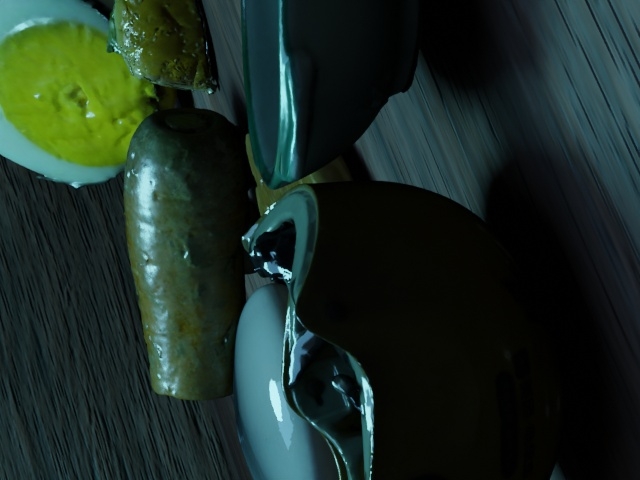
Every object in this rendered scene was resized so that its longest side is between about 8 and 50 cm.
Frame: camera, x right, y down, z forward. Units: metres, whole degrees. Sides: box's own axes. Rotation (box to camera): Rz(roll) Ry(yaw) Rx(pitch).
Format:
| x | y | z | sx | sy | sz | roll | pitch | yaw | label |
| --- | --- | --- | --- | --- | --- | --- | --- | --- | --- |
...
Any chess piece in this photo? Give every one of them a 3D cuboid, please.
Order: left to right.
| x | y | z | sx | sy | sz | roll | pitch | yaw | label |
| --- | --- | --- | --- | --- | --- | --- | --- | --- | --- |
| -0.085 | -0.004 | 1.406 | 0.083 | 0.038 | 0.084 | 163 | 90 | -80 | chess piece |

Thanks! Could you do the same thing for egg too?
| x | y | z | sx | sy | sz | roll | pitch | yaw | label |
| --- | --- | --- | --- | --- | --- | --- | --- | --- | --- |
| -0.326 | -0.249 | 1.643 | 0.201 | 0.337 | 0.337 | -77 | -15 | -46 | egg |

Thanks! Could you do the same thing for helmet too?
| x | y | z | sx | sy | sz | roll | pitch | yaw | label |
| --- | --- | --- | --- | --- | --- | --- | --- | --- | --- |
| 0.051 | 0.069 | 0.637 | 0.198 | 0.130 | 0.224 | -130 | 22 | -74 | helmet |

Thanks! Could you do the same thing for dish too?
| x | y | z | sx | sy | sz | roll | pitch | yaw | label |
| --- | --- | --- | --- | --- | --- | --- | --- | --- | --- |
| 0.005 | -0.137 | 0.637 | 0.224 | 0.078 | 0.246 | -100 | 10 | -45 | dish |

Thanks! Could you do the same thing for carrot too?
| x | y | z | sx | sy | sz | roll | pitch | yaw | label |
| --- | --- | --- | --- | --- | --- | --- | --- | --- | --- |
| -0.139 | 0.014 | 1.319 | 0.139 | 0.138 | 0.302 | -134 | 45 | -66 | carrot |

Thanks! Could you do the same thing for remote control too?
| x | y | z | sx | sy | sz | roll | pitch | yaw | label |
| --- | --- | --- | --- | --- | --- | --- | --- | --- | --- |
| -0.030 | 0.165 | 1.225 | 0.332 | 0.103 | 0.221 | 108 | 151 | -71 | remote control |

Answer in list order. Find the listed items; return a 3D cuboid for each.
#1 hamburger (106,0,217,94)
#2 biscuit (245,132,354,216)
| x | y | z | sx | sy | sz | roll | pitch | yaw | label |
| --- | --- | --- | --- | --- | --- | --- | --- | --- | --- |
| -0.174 | -0.228 | 1.346 | 0.087 | 0.102 | 0.176 | 20 | 127 | 60 | hamburger |
| 0.001 | 0.000 | 0.991 | 0.289 | 0.044 | 0.202 | -127 | 24 | -64 | biscuit |
